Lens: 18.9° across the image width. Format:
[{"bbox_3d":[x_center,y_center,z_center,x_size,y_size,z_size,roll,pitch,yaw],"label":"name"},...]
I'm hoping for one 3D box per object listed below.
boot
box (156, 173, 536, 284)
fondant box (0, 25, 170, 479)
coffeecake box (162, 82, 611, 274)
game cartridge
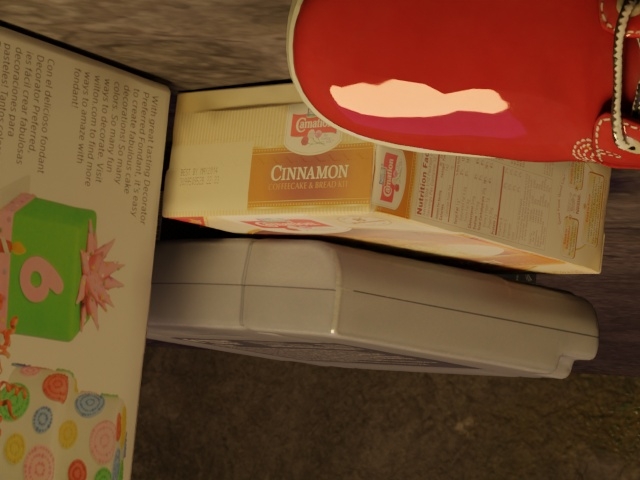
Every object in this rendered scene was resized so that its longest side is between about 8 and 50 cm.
[{"bbox_3d":[0.105,-0.043,0.507,0.244,0.088,0.176,-2,-157,7],"label":"boot"},{"bbox_3d":[0.000,0.000,1.244,0.232,0.059,0.183,1,172,30],"label":"box"},{"bbox_3d":[-0.212,0.013,0.827,0.096,0.238,0.330,-1,170,37],"label":"fondant box"},{"bbox_3d":[0.036,-0.029,0.983,0.142,0.068,0.185,0,170,43],"label":"coffeecake box"},{"bbox_3d":[-0.008,0.039,1.090,0.196,0.060,0.294,7,175,-31],"label":"game cartridge"}]
